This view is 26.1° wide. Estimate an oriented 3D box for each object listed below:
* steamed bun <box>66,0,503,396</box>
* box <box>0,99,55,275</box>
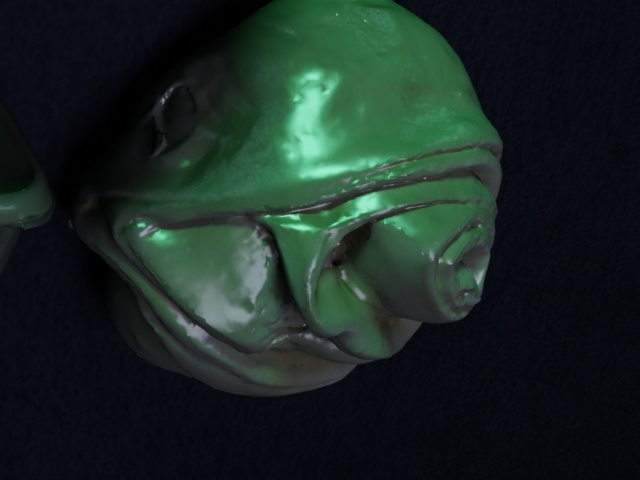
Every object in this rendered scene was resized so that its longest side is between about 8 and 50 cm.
[{"bbox_3d":[-0.002,-0.006,1.035,0.324,0.219,0.310,-33,143,-11],"label":"steamed bun"},{"bbox_3d":[-0.318,0.002,0.838,0.274,0.138,0.178,-3,136,-38],"label":"box"}]
